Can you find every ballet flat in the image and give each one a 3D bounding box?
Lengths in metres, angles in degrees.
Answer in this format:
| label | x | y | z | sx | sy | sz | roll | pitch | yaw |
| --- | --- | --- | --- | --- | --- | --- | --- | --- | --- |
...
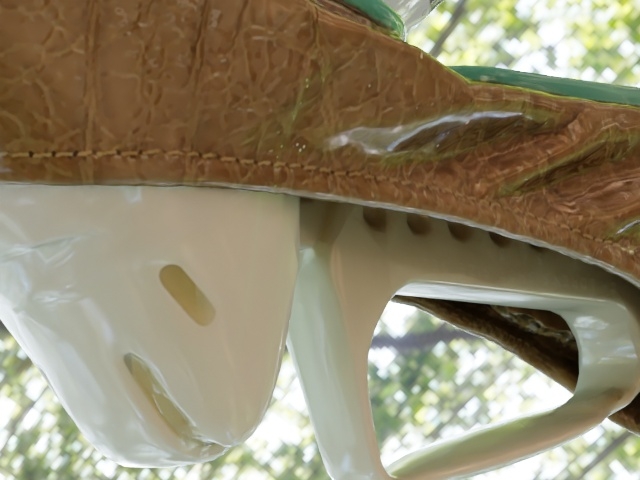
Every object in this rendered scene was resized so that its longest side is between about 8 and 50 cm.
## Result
| label | x | y | z | sx | sy | sz | roll | pitch | yaw |
| --- | --- | --- | --- | --- | --- | --- | --- | --- | --- |
| ballet flat | 0.000 | 0.000 | 0.441 | 0.342 | 0.116 | 0.124 | 13 | -104 | -41 |

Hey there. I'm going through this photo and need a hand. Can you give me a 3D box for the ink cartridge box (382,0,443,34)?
| label | x | y | z | sx | sy | sz | roll | pitch | yaw |
| --- | --- | --- | --- | --- | --- | --- | --- | --- | --- |
| ink cartridge box | -0.008 | -0.195 | 0.792 | 0.129 | 0.223 | 0.307 | 35 | -115 | 27 |
